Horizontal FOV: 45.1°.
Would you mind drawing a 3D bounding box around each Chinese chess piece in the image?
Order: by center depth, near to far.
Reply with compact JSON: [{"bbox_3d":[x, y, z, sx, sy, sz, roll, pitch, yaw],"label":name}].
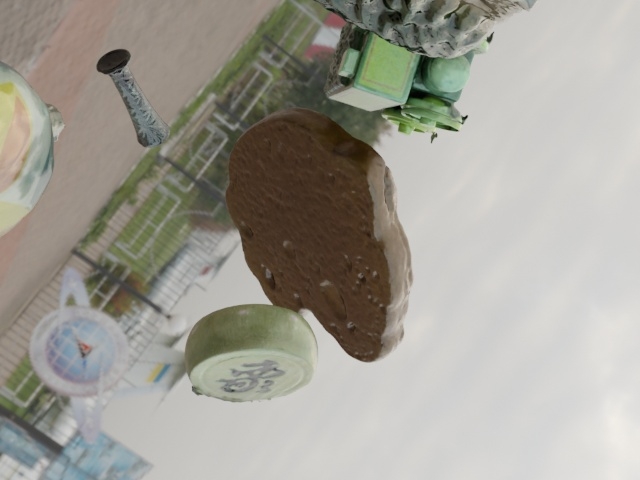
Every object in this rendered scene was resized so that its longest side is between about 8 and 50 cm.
[{"bbox_3d":[-0.074,0.125,0.830,0.144,0.144,0.058,-46,-140,44],"label":"Chinese chess piece"}]

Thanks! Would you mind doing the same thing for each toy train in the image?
[{"bbox_3d":[0.113,-0.239,1.069,0.271,0.188,0.159,-141,-112,-78],"label":"toy train"}]

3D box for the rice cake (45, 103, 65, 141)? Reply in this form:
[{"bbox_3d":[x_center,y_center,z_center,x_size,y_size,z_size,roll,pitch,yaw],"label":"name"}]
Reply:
[{"bbox_3d":[-0.412,-0.139,0.944,0.052,0.057,0.256,-12,-173,22],"label":"rice cake"}]

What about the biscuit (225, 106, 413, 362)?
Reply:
[{"bbox_3d":[0.000,0.000,1.104,0.074,0.381,0.359,-36,-167,-33],"label":"biscuit"}]

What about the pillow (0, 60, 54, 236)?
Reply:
[{"bbox_3d":[-0.227,-0.003,0.350,0.233,0.086,0.214,-40,172,-1],"label":"pillow"}]

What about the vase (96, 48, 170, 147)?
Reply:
[{"bbox_3d":[-0.298,-0.226,1.233,0.059,0.059,0.167,-57,150,-26],"label":"vase"}]

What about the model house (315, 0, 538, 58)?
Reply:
[{"bbox_3d":[0.033,-0.258,0.375,0.243,0.298,0.284,-59,-172,6],"label":"model house"}]
